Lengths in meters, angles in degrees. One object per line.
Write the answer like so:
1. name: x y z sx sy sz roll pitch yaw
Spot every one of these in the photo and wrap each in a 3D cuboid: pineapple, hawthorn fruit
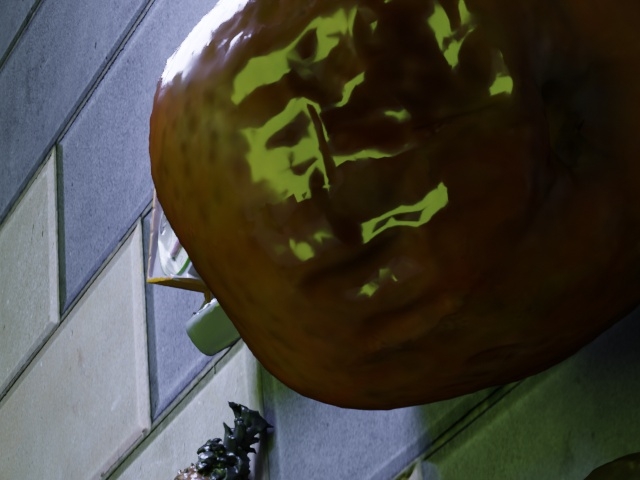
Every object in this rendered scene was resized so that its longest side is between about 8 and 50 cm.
1. pineapple: -0.119 0.283 2.295 0.197 0.108 0.108 -61 29 9
2. hawthorn fruit: 0.092 -0.086 1.570 0.472 0.472 0.471 -34 51 56

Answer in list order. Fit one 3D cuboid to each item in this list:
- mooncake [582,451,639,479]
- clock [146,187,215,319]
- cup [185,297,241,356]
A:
1. mooncake: 0.262 0.297 1.424 0.284 0.156 0.284 -39 45 55
2. clock: -0.095 -0.028 2.266 0.309 0.166 0.235 -60 32 38
3. cup: 0.000 0.000 1.888 0.227 0.301 0.257 52 154 0
